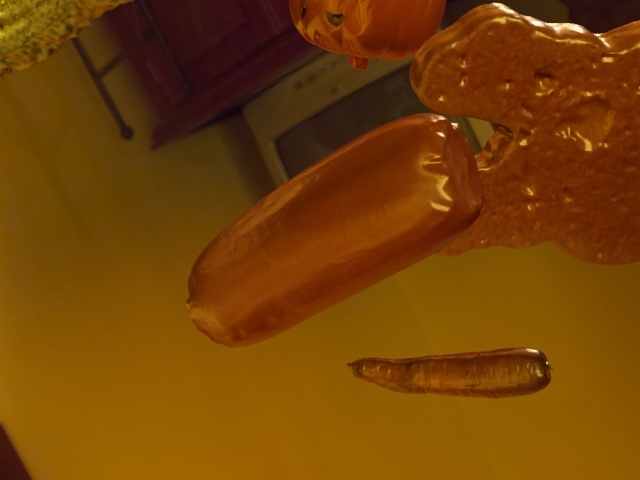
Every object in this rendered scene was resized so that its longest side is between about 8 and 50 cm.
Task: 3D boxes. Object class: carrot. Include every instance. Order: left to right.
[{"bbox_3d":[0.149,0.157,1.083,0.247,0.059,0.059,-4,-166,21],"label":"carrot"}]

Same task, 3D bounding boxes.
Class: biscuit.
[{"bbox_3d":[0.218,-0.074,0.711,0.333,0.202,0.047,2,-152,-9],"label":"biscuit"}]

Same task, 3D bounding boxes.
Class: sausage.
[{"bbox_3d":[0.000,0.000,0.512,0.197,0.076,0.076,-31,-178,32],"label":"sausage"}]

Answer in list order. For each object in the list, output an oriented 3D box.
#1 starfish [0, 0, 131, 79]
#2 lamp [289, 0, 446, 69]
[{"bbox_3d":[-0.260,-0.078,0.466,0.358,0.347,0.078,-41,148,-22],"label":"starfish"},{"bbox_3d":[0.055,-0.282,1.077,0.187,0.164,0.188,6,-159,-2],"label":"lamp"}]
